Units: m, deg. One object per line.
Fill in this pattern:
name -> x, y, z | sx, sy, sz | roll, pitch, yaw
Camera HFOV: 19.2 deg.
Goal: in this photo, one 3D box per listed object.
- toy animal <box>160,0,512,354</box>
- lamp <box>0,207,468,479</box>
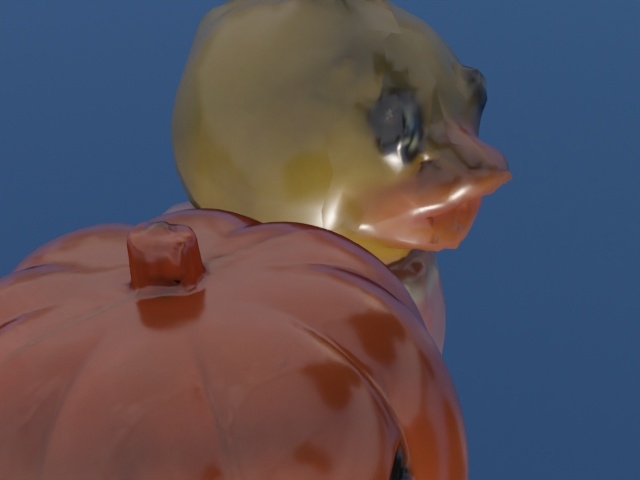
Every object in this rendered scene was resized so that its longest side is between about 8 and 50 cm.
toy animal -> -0.003, -0.003, 0.904 | 0.169, 0.281, 0.195 | 27, -151, 22
lamp -> -0.044, 0.067, 0.630 | 0.188, 0.164, 0.187 | -5, -152, 3
